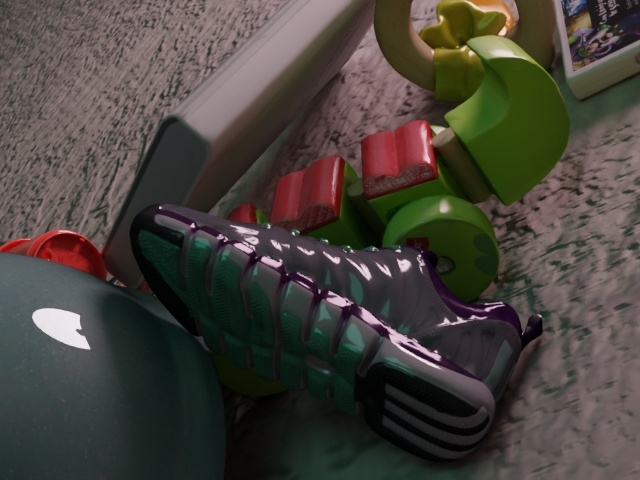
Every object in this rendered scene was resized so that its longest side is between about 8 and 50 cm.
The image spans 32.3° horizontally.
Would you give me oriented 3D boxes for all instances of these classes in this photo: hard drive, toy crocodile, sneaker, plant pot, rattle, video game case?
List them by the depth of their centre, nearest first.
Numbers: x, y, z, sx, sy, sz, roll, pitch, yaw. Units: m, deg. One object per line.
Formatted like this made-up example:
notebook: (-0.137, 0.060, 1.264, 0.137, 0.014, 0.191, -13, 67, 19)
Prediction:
plant pot: (-0.223, 0.124, 0.592, 0.293, 0.196, 0.293, -24, 50, 32)
sneaker: (0.005, 0.030, 0.601, 0.224, 0.083, 0.098, 29, 52, 18)
toy crocodile: (0.000, 0.000, 0.682, 0.340, 0.105, 0.115, -29, 30, 19)
video game case: (0.243, -0.188, 0.756, 0.173, 0.022, 0.190, -25, 33, 24)
rattle: (0.090, -0.207, 0.770, 0.130, 0.199, 0.142, -10, 40, 41)
hard drive: (-0.035, -0.114, 0.818, 0.307, 0.040, 0.203, -50, 0, -36)

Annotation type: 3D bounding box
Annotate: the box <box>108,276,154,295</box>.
box: (-0.179, 0.096, 0.823, 0.207, 0.036, 0.114, -39, 29, 0)

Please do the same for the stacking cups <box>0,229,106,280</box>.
stacking cups: (-0.268, 0.054, 0.890, 0.316, 0.096, 0.096, -16, 36, 46)
